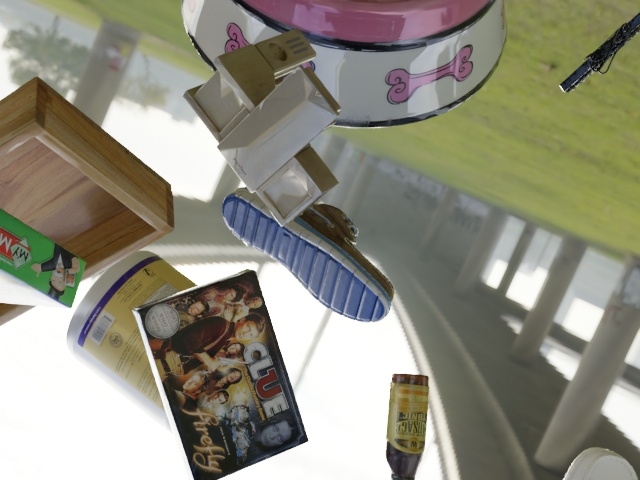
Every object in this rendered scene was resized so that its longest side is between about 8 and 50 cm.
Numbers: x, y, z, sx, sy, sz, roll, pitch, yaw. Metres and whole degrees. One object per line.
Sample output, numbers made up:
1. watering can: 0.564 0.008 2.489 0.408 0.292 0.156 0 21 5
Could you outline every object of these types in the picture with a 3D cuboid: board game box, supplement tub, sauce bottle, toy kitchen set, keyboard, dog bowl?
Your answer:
1. board game box: -0.376 -0.011 0.811 0.317 0.046 0.213 2 159 25
2. supplement tub: -0.256 0.198 1.846 0.331 0.241 0.241 35 -173 12
3. sauce bottle: 0.085 0.196 1.024 0.042 0.128 0.042 3 171 0
4. board game box: -0.128 0.177 1.351 0.165 0.243 0.042 -20 -174 -20
5. toy kitchen set: -0.006 -0.068 0.521 0.083 0.068 0.075 53 -141 2
6. keyboard: 0.460 -0.291 1.639 0.038 0.192 0.100 54 -148 14
7. dog bowl: 0.038 -0.332 1.238 0.408 0.408 0.150 25 144 12

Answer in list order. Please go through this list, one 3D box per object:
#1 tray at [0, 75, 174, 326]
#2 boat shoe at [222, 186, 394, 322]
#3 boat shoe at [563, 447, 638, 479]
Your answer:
1. tray: -0.379 0.004 1.094 0.203 0.411 0.076 42 -152 -44
2. boat shoe: 0.000 0.000 0.928 0.183 0.066 0.066 38 -132 16
3. boat shoe: 0.282 0.340 1.029 0.098 0.277 0.096 14 159 -3
